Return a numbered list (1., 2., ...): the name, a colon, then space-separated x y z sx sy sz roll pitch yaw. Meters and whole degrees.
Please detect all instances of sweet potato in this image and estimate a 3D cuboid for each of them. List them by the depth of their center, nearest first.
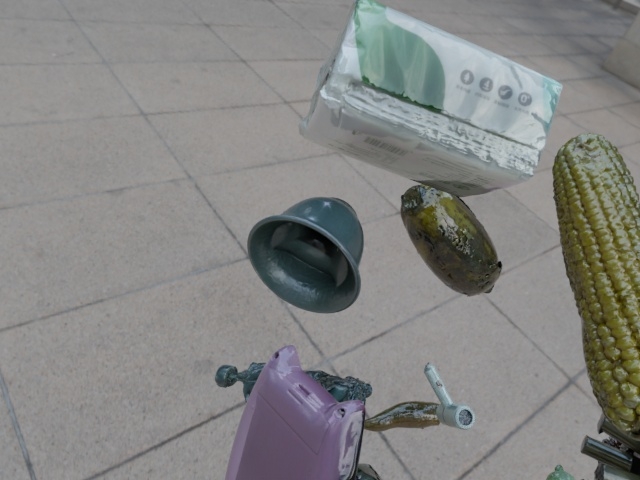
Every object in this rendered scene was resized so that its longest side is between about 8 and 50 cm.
1. sweet potato: 0.230 0.480 1.333 0.243 0.077 0.077 -1 44 -11

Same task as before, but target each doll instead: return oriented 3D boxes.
1. doll: 0.519 0.550 1.002 0.150 0.077 0.115 53 23 15

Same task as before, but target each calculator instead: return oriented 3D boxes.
1. calculator: -0.052 0.283 0.555 0.043 0.294 0.194 13 8 -40

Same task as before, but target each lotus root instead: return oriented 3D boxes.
1. lotus root: 0.344 0.010 1.276 0.397 0.179 0.196 43 36 -29

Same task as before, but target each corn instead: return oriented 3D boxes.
1. corn: 0.305 0.042 0.503 0.097 0.097 0.320 2 71 -21

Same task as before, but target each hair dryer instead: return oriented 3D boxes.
1. hair dryer: 0.249 0.309 0.980 0.047 0.082 0.137 -25 82 -17

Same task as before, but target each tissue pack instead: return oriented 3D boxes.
1. tissue pack: 0.163 -0.219 0.831 0.356 0.194 0.266 18 -4 -10

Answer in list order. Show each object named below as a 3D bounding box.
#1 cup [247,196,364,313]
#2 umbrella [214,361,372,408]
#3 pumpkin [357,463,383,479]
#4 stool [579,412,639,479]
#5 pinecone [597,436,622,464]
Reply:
1. cup: 0.000 0.000 0.815 0.199 0.199 0.150 28 47 8
2. umbrella: -0.066 0.303 0.979 0.348 0.094 0.143 0 1 28
3. pumpkin: 0.020 0.494 0.700 0.293 0.263 0.197 -41 50 -11
4. stool: 0.433 0.315 0.660 0.139 0.153 0.228 19 4 20
5. pinecone: 0.747 0.548 1.230 0.102 0.109 0.102 -18 27 9
